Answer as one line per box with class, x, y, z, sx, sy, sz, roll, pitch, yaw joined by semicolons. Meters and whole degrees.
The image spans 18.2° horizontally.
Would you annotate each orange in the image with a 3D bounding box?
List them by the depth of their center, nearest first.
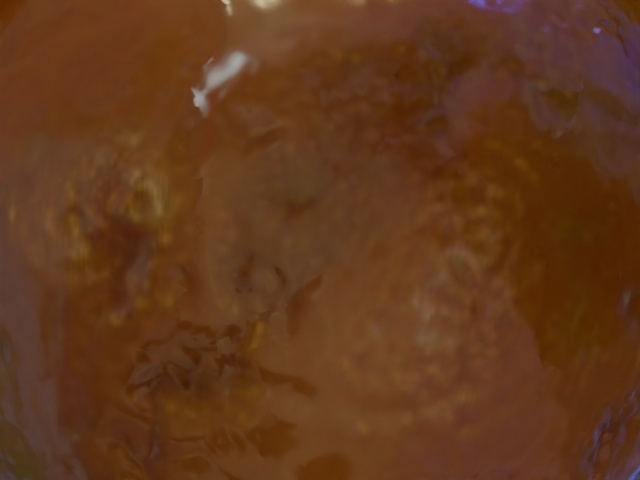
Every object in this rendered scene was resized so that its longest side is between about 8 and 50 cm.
orange;0.000;0.000;0.624;0.261;0.261;0.261;-4;-38;-3
